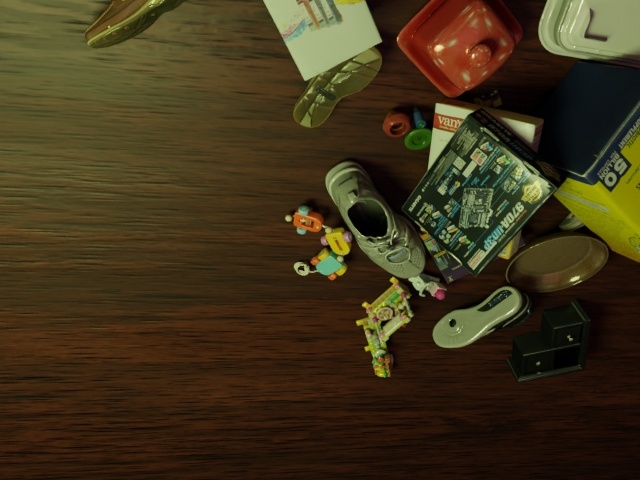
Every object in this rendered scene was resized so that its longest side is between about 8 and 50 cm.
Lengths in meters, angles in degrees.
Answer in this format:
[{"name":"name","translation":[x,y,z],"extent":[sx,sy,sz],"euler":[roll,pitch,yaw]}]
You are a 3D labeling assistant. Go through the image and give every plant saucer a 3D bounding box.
[{"name":"plant saucer","translation":[0.466,0.038,1.289],"extent":[0.198,0.036,0.198],"euler":[-3,145,-2]}]

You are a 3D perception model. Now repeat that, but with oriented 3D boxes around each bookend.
[{"name":"bookend","translation":[0.501,0.223,1.428],"extent":[0.156,0.072,0.157],"euler":[-10,125,-2]}]

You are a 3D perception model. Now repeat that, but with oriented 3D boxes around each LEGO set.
[{"name":"LEGO set","translation":[0.146,0.194,1.325],"extent":[0.132,0.107,0.287],"euler":[13,121,-18]}]

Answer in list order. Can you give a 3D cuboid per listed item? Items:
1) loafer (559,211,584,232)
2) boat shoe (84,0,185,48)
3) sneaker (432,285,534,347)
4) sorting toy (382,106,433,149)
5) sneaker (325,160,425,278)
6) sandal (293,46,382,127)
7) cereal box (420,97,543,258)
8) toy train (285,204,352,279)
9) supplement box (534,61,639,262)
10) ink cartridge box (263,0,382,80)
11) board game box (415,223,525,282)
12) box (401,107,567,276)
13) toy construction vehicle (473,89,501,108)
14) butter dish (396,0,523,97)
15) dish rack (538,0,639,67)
[{"name":"loafer","translation":[0.515,-0.063,1.255],"extent":[0.125,0.045,0.039],"euler":[-33,107,5]},{"name":"boat shoe","translation":[-0.263,-0.337,0.919],"extent":[0.178,0.064,0.060],"euler":[-31,93,10]},{"name":"sneaker","translation":[0.354,0.175,1.367],"extent":[0.217,0.079,0.121],"euler":[-34,146,32]},{"name":"sorting toy","translation":[0.151,-0.197,1.100],"extent":[0.102,0.042,0.061],"euler":[21,135,-36]},{"name":"sneaker","translation":[0.103,-0.011,1.169],"extent":[0.105,0.115,0.281],"euler":[-36,123,15]},{"name":"sandal","translation":[0.022,-0.253,1.033],"extent":[0.072,0.049,0.180],"euler":[33,128,-22]},{"name":"cereal box","translation":[0.265,-0.104,1.090],"extent":[0.047,0.173,0.240],"euler":[-32,132,-45]},{"name":"toy train","translation":[0.000,0.000,1.207],"extent":[0.125,0.046,0.166],"euler":[13,135,11]},{"name":"supplement box","translation":[0.537,-0.111,1.100],"extent":[0.356,0.195,0.194],"euler":[34,95,-28]},{"name":"ink cartridge box","translation":[-0.011,-0.345,0.909],"extent":[0.127,0.128,0.176],"euler":[-24,126,7]},{"name":"board game box","translation":[0.288,-0.012,1.243],"extent":[0.170,0.048,0.141],"euler":[-29,123,11]},{"name":"box","translation":[0.254,-0.073,1.044],"extent":[0.175,0.051,0.220],"euler":[44,132,15]},{"name":"toy construction vehicle","translation":[0.271,-0.201,1.115],"extent":[0.098,0.035,0.086],"euler":[-20,125,4]},{"name":"butter dish","translation":[0.228,-0.299,0.989],"extent":[0.160,0.118,0.160],"euler":[-42,121,18]},{"name":"dish rack","translation":[0.536,-0.400,1.004],"extent":[0.333,0.072,0.285],"euler":[5,124,-12]}]
